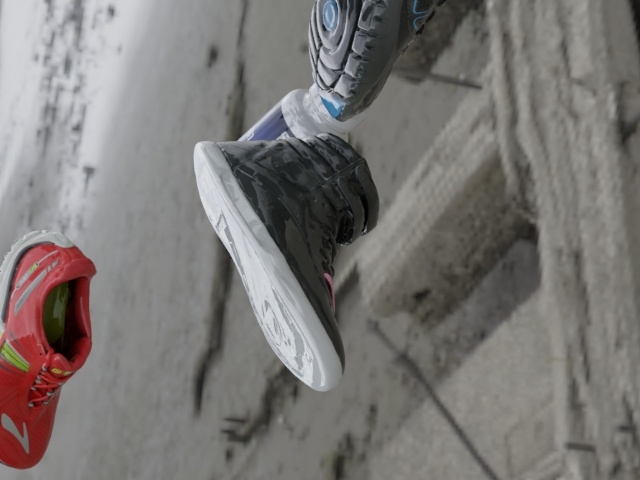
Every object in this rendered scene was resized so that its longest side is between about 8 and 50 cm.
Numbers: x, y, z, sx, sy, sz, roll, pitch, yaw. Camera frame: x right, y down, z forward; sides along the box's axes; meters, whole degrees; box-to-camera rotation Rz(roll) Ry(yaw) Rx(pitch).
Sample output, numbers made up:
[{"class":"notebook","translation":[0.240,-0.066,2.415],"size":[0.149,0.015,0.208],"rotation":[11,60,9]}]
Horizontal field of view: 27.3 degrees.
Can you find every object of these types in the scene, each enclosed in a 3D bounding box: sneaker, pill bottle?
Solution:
[{"class":"sneaker","translation":[0.000,-0.001,1.151],"size":[0.104,0.147,0.295],"rotation":[91,158,-43]},{"class":"sneaker","translation":[-0.305,0.130,1.426],"size":[0.118,0.107,0.279],"rotation":[24,110,39]},{"class":"pill bottle","translation":[-0.028,-0.117,1.539],"size":[0.169,0.094,0.094],"rotation":[-40,40,30]},{"class":"sneaker","translation":[0.090,-0.251,1.317],"size":[0.125,0.140,0.340],"rotation":[64,146,32]}]
